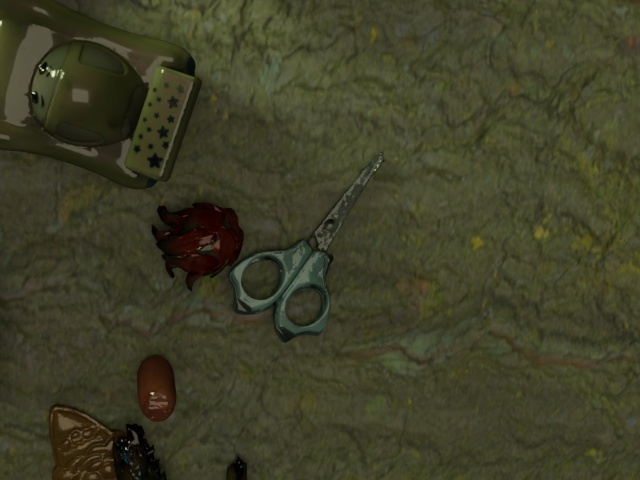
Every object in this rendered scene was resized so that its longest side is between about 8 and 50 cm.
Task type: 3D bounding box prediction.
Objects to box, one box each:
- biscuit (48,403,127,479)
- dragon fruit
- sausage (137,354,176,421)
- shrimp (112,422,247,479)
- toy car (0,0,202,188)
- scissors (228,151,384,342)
[{"bbox_3d":[-0.378,0.377,1.866,0.162,0.035,0.250,-34,105,-8],"label":"biscuit"},{"bbox_3d":[-0.193,-0.001,1.785,0.142,0.130,0.121,-29,139,-6],"label":"dragon fruit"},{"bbox_3d":[-0.265,0.236,1.794,0.062,0.154,0.062,-3,109,-10],"label":"sausage"},{"bbox_3d":[-0.232,0.405,1.872,0.222,0.054,0.290,-23,117,-11],"label":"shrimp"},{"bbox_3d":[-0.364,-0.219,1.639,0.336,0.226,0.242,18,98,-16],"label":"toy car"},{"bbox_3d":[0.000,0.000,1.864,0.191,0.029,0.360,35,93,-15],"label":"scissors"}]
